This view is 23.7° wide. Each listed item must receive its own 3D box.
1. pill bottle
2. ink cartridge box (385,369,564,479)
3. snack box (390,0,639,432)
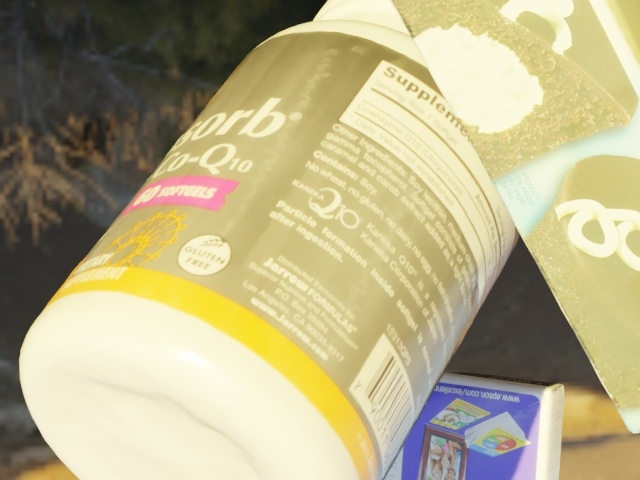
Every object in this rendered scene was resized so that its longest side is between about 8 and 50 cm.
[{"bbox_3d":[0.000,0.000,0.704,0.162,0.278,0.162,21,142,17],"label":"pill bottle"},{"bbox_3d":[0.062,0.190,1.058,0.206,0.208,0.045,6,-179,29],"label":"ink cartridge box"},{"bbox_3d":[0.058,-0.117,0.508,0.060,0.322,0.187,-25,-162,20],"label":"snack box"}]
